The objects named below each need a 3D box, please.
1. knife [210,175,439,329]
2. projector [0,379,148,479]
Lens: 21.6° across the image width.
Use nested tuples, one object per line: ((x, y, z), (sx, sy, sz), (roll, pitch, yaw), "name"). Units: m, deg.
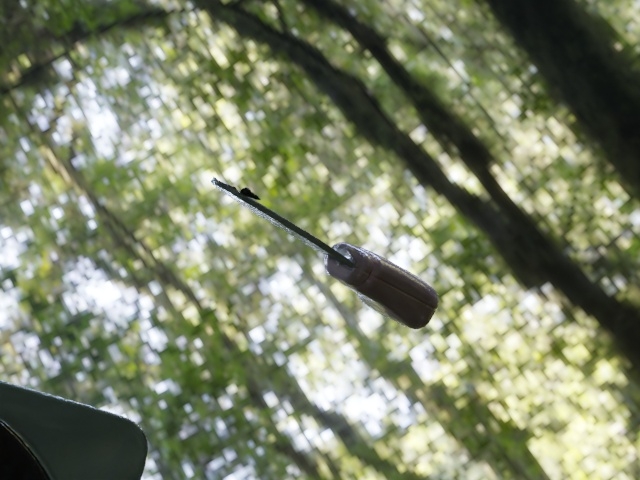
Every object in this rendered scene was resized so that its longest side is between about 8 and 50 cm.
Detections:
((-0.002, -0.001, 1.322), (0.043, 0.081, 0.336), (-61, -36, -4), "knife")
((-0.256, 0.195, 0.966), (0.259, 0.257, 0.079), (18, -12, -6), "projector")
